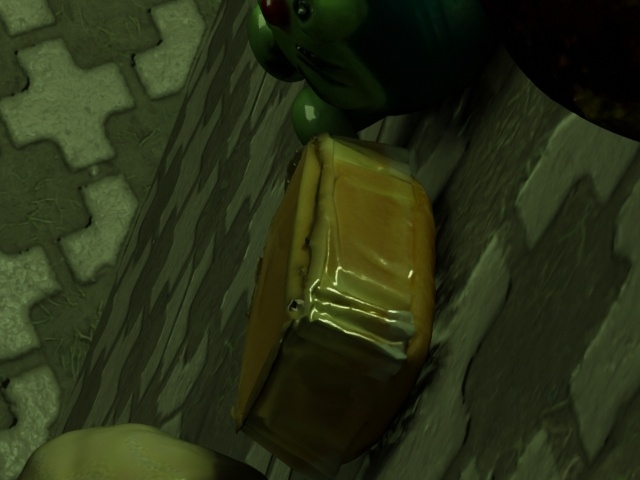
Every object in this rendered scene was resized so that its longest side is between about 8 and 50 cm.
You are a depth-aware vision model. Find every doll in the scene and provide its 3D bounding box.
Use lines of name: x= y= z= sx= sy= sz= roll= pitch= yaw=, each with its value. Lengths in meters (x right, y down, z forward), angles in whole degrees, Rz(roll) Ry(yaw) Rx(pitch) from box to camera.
doll: x=0.039 y=-0.184 z=1.441 sx=0.186 sy=0.199 sz=0.322 roll=-27 pitch=-4 yaw=-7

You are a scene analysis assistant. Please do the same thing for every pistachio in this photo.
pistachio: x=-0.137 y=0.248 z=1.374 sx=0.226 sy=0.208 sz=0.332 roll=-25 pitch=-26 yaw=-25

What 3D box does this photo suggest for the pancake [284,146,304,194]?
pancake: x=-0.001 y=0.000 z=1.510 sx=0.151 sy=0.025 sz=0.152 roll=170 pitch=90 yaw=-67

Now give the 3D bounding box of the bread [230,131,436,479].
bread: x=0.013 y=0.039 z=1.313 sx=0.241 sy=0.107 sz=0.136 roll=-83 pitch=18 yaw=-55

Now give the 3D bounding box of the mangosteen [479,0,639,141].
mangosteen: x=0.161 y=-0.149 z=0.801 sx=0.192 sy=0.192 sz=0.217 roll=-83 pitch=11 yaw=-54
